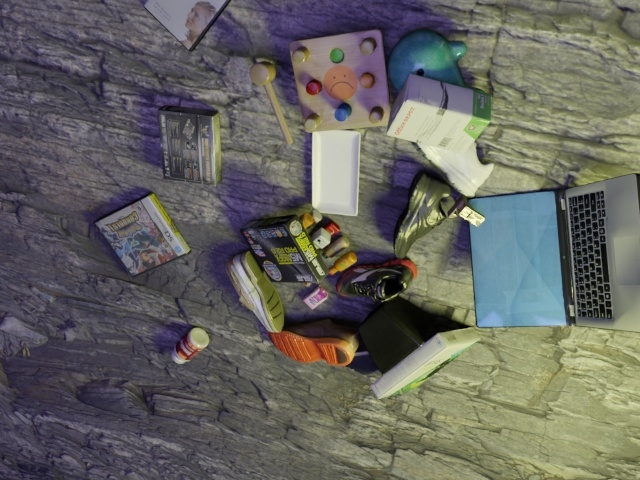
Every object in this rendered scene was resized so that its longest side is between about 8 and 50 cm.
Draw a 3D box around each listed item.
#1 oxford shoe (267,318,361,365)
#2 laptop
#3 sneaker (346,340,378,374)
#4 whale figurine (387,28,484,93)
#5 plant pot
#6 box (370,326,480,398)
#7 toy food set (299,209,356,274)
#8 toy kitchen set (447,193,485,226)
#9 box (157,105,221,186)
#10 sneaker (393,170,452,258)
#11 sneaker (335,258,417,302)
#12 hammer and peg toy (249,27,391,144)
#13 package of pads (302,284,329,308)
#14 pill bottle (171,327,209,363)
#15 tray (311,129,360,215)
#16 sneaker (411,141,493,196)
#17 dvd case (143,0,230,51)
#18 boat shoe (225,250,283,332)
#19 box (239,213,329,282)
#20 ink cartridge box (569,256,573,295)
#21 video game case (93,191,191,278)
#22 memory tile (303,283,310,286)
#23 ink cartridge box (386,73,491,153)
[{"bbox_3d":[-0.022,0.342,1.972,0.363,0.133,0.130,5,127,33],"label":"oxford shoe"},{"bbox_3d":[0.607,0.047,1.493,0.236,0.408,0.382,-3,87,-16],"label":"laptop"},{"bbox_3d":[0.093,0.423,1.996,0.222,0.083,0.118,-5,120,20],"label":"sneaker"},{"bbox_3d":[0.298,-0.418,1.466,0.272,0.141,0.216,39,119,-10],"label":"whale figurine"},{"bbox_3d":[0.233,0.288,1.839,0.167,0.188,0.187,45,120,4],"label":"plant pot"},{"bbox_3d":[0.342,0.399,1.844,0.322,0.232,0.058,-45,60,31],"label":"box"},{"bbox_3d":[0.000,0.000,1.776,0.232,0.111,0.104,38,124,-25],"label":"toy food set"},{"bbox_3d":[0.421,-0.079,1.649,0.075,0.083,0.068,30,120,-16],"label":"toy kitchen set"},{"bbox_3d":[-0.405,-0.294,1.767,0.183,0.056,0.231,8,119,10],"label":"box"},{"bbox_3d":[0.298,-0.059,1.680,0.130,0.109,0.286,17,122,-2],"label":"sneaker"},{"bbox_3d":[0.168,0.138,1.797,0.276,0.135,0.098,-13,115,22],"label":"sneaker"},{"bbox_3d":[0.007,-0.419,1.552,0.361,0.127,0.266,-3,118,17],"label":"hammer and peg toy"},{"bbox_3d":[-0.015,0.195,1.934,0.050,0.032,0.083,44,119,-13],"label":"package of pads"},{"bbox_3d":[-0.496,0.401,2.139,0.086,0.086,0.152,42,119,-9],"label":"pill bottle"},{"bbox_3d":[0.047,-0.207,1.708,0.145,0.030,0.270,7,119,12],"label":"tray"},{"bbox_3d":[0.352,-0.257,1.575,0.297,0.111,0.129,41,102,-11],"label":"sneaker"},{"bbox_3d":[-0.356,-0.680,1.571,0.180,0.022,0.253,44,119,-9],"label":"dvd case"},{"bbox_3d":[-0.223,0.183,1.945,0.103,0.113,0.302,-18,100,24],"label":"boat shoe"},{"bbox_3d":[-0.118,0.032,1.785,0.270,0.060,0.216,-3,121,52],"label":"box"},{"bbox_3d":[0.756,0.077,1.619,0.067,0.115,0.198,43,120,-11],"label":"ink cartridge box"},{"bbox_3d":[-0.626,-0.012,1.986,0.275,0.035,0.248,-21,110,24],"label":"video game case"},{"bbox_3d":[-0.058,0.084,1.863,0.113,0.012,0.148,41,138,8],"label":"memory tile"},{"bbox_3d":[0.296,-0.318,1.438,0.219,0.093,0.160,13,156,-8],"label":"ink cartridge box"}]
